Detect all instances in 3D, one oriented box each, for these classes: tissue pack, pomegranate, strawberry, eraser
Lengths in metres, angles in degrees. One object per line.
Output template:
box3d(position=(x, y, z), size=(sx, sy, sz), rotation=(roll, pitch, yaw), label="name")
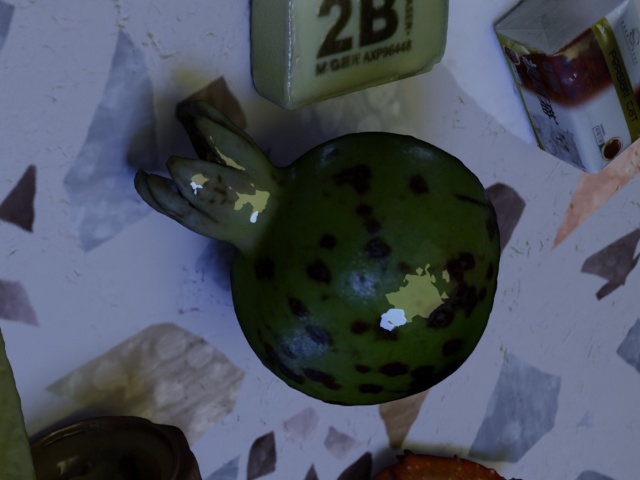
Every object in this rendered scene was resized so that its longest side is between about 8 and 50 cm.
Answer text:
box3d(position=(0.242, -0.155, 1.653), size=(0.106, 0.099, 0.149), rotation=(-41, 131, -15), label="tissue pack")
box3d(position=(0.015, -0.005, 1.459), size=(0.242, 0.242, 0.306), rotation=(-47, 127, -10), label="pomegranate")
box3d(position=(0.126, 0.272, 1.765), size=(0.188, 0.121, 0.082), rotation=(9, 125, -40), label="strawberry")
box3d(position=(0.027, -0.185, 1.496), size=(0.172, 0.058, 0.117), rotation=(-18, 122, -32), label="eraser")

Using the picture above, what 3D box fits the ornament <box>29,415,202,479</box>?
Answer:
box3d(position=(-0.162, 0.275, 1.490), size=(0.221, 0.235, 0.217), rotation=(-47, 135, -45), label="ornament")

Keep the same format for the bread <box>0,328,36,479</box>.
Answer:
box3d(position=(-0.299, 0.100, 1.174), size=(0.233, 0.361, 0.245), rotation=(-1, 115, -38), label="bread")
